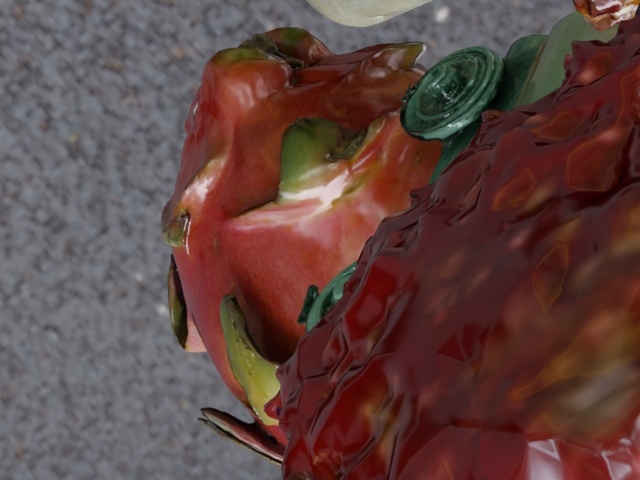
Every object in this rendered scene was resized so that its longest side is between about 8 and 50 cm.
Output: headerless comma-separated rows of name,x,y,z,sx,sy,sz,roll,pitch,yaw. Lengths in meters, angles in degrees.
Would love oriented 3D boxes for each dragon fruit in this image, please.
dragon fruit,0.000,0.000,1.217,0.226,0.305,0.305,20,113,-2

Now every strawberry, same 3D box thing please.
strawberry,0.106,0.001,0.413,0.138,0.233,0.306,26,96,-48

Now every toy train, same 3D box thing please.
toy train,0.109,-0.010,0.963,0.116,0.177,0.285,47,50,-27

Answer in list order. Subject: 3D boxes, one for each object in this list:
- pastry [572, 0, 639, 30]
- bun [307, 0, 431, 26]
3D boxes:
pastry,0.119,-0.202,0.833,0.097,0.208,0.115,-21,-175,25
bun,0.065,-0.244,1.498,0.113,0.173,0.166,42,54,-10
